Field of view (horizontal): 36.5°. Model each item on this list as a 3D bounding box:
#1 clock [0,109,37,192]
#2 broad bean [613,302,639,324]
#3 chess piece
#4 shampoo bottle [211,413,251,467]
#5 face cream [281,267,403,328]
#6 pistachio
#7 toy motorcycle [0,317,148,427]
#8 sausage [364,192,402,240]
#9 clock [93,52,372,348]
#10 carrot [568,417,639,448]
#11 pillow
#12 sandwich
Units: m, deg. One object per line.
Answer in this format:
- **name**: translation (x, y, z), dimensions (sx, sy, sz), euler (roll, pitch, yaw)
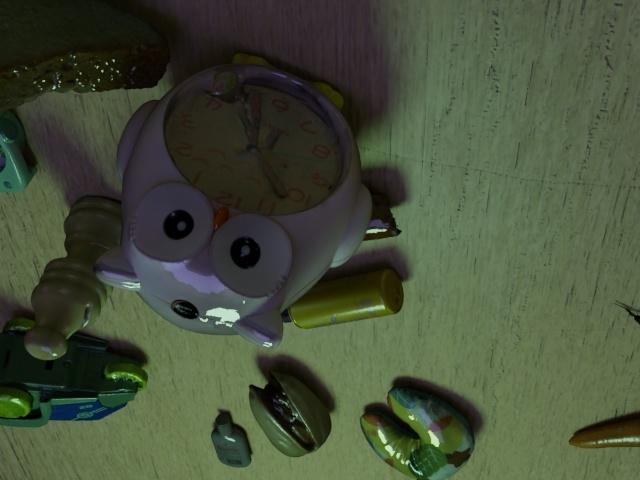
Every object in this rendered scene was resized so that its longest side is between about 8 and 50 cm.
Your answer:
- **clock**: translation (-0.563, -0.177, 1.609), dimensions (0.159, 0.066, 0.211), euler (13, 137, 9)
- **broad bean**: translation (0.571, 0.061, 1.406), dimensions (0.098, 0.056, 0.318), euler (32, 140, -12)
- **chess piece**: translation (-0.411, 0.069, 1.623), dimensions (0.139, 0.307, 0.124), euler (32, 137, -13)
- **shampoo bottle**: translation (-0.200, 0.439, 2.129), dimensions (0.080, 0.040, 0.165), euler (7, 136, 17)
- **face cream**: translation (0.008, 0.108, 1.666), dimensions (0.273, 0.078, 0.078), euler (-13, 128, 32)
- **pistachio**: translation (-0.061, 0.341, 1.920), dimensions (0.129, 0.131, 0.206), euler (-37, 117, -6)
- **toy motorcycle**: translation (-0.527, 0.300, 2.029), dimensions (0.326, 0.191, 0.200), euler (9, 143, -7)
- **sausage**: translation (-0.004, -0.003, 1.555), dimensions (0.302, 0.076, 0.103), euler (-24, 121, 39)
- **clock**: translation (-0.123, -0.037, 1.350), dimensions (0.368, 0.377, 0.250), euler (22, 143, -1)
- **carrot**: translation (0.559, 0.340, 1.708), dimensions (0.271, 0.066, 0.062), euler (-8, 88, 32)
- **pillow**: translation (0.187, 0.378, 1.887), dimensions (0.214, 0.086, 0.233), euler (38, 140, -3)
- **sandwich**: translation (-0.384, -0.295, 1.325), dimensions (0.254, 0.288, 0.099), euler (54, 142, 30)
